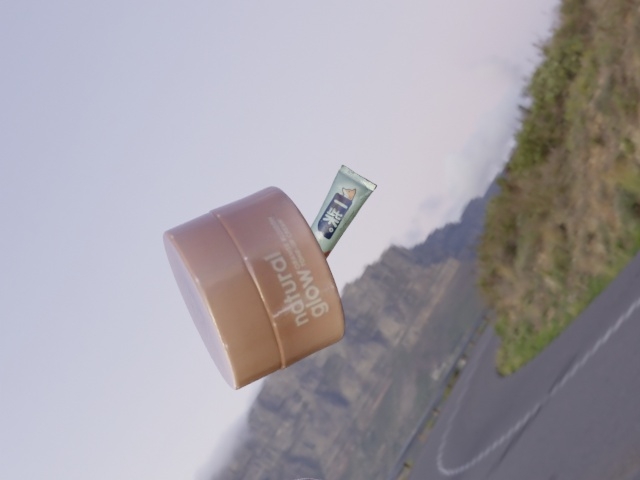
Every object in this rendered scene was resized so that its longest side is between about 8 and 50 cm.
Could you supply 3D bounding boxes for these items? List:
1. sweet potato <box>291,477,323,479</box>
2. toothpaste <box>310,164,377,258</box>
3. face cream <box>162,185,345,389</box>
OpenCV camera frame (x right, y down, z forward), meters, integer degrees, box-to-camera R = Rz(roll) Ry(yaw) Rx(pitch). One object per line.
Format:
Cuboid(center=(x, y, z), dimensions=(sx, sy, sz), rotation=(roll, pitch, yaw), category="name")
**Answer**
Cuboid(center=(0.084, 0.403, 1.429), dimensions=(0.097, 0.291, 0.097), rotation=(5, -90, -88), category="sweet potato")
Cuboid(center=(0.000, 0.000, 1.312), dimensions=(0.205, 0.056, 0.036), rotation=(-59, -7, 6), category="toothpaste")
Cuboid(center=(-0.058, 0.040, 0.836), dimensions=(0.104, 0.149, 0.149), rotation=(-24, -21, -14), category="face cream")
